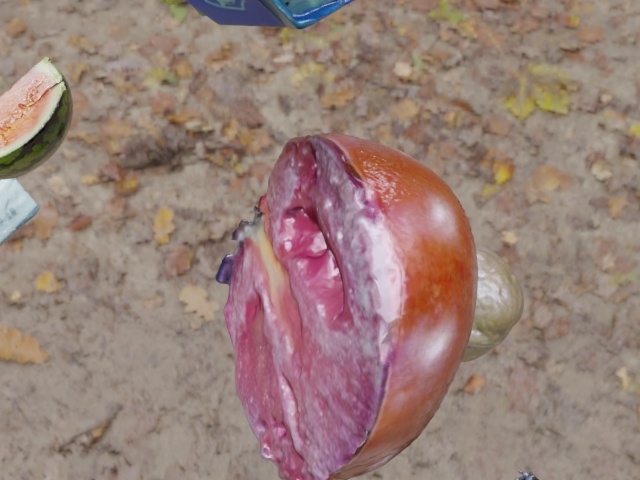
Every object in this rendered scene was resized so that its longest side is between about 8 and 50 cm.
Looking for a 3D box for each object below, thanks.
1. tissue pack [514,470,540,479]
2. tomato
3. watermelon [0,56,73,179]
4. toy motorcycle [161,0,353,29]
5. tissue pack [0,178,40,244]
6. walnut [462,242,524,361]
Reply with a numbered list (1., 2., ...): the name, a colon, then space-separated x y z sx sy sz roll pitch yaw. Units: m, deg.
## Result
1. tissue pack: 0.280 0.585 1.680 0.122 0.259 0.361 42 28 8
2. tomato: 0.041 0.074 0.874 0.176 0.335 0.289 3 48 -26
3. watermelon: -0.324 -0.119 1.065 0.163 0.087 0.069 -49 25 -11
4. toy motorcycle: 0.011 -0.248 0.673 0.326 0.191 0.200 -33 38 13
5. tissue pack: -0.616 0.014 1.524 0.316 0.103 0.228 -17 27 41
6. walnut: 0.289 0.127 1.972 0.248 0.248 0.248 0 52 -1
